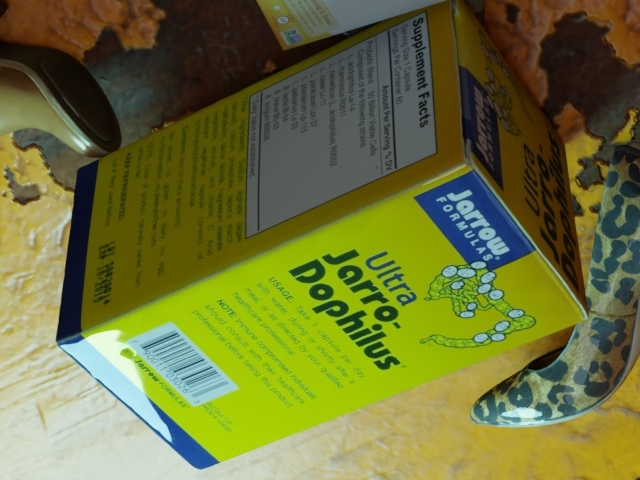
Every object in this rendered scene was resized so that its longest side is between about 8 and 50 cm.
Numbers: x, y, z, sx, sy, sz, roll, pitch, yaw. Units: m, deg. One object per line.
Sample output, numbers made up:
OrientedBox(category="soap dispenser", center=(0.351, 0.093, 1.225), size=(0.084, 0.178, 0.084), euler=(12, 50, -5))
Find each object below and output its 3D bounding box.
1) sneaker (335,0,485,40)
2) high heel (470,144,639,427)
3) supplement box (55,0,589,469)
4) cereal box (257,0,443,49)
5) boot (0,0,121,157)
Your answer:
OrientedBox(category="sneaker", center=(0.032, -0.172, 1.370), size=(0.188, 0.066, 0.071), euler=(8, 119, 9))
OrientedBox(category="high heel", center=(0.204, 0.042, 1.445), size=(0.261, 0.093, 0.186), euler=(-26, 97, 26))
OrientedBox(category="supplement box", center=(0.000, 0.000, 1.365), size=(0.357, 0.194, 0.195), euler=(-23, 131, 22))
OrientedBox(category="cereal box", center=(0.056, -0.233, 1.237), size=(0.240, 0.047, 0.173), euler=(-16, 142, 12))
OrientedBox(category="boot", center=(-0.272, -0.104, 1.471), size=(0.197, 0.073, 0.152), euler=(44, 117, 2))
